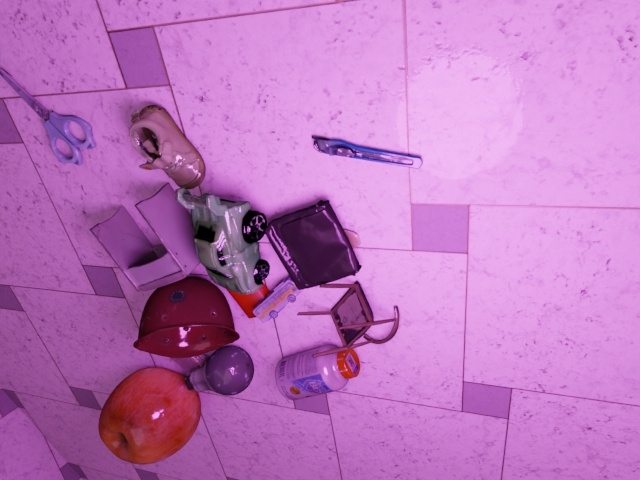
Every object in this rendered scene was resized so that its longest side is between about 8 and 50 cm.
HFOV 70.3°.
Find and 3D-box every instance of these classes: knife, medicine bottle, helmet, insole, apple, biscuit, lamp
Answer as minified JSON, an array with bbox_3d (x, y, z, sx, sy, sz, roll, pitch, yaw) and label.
[{"bbox_3d":[0.115,-0.226,1.167,0.296,0.026,0.044,12,113,14],"label":"knife"},{"bbox_3d":[-0.006,0.450,1.569,0.288,0.157,0.157,-24,111,32],"label":"medicine bottle"},{"bbox_3d":[-0.457,0.249,1.558,0.337,0.230,0.385,-3,156,-16],"label":"helmet"},{"bbox_3d":[0.000,0.000,1.365,0.247,0.011,0.081,-3,120,23],"label":"insole"},{"bbox_3d":[-0.718,0.735,1.910,0.390,0.346,0.392,11,121,19],"label":"apple"},{"bbox_3d":[-0.510,0.492,1.849,0.239,0.062,0.108,44,124,-12],"label":"biscuit"},{"bbox_3d":[-0.402,0.494,1.728,0.313,0.182,0.182,-7,119,20],"label":"lamp"}]

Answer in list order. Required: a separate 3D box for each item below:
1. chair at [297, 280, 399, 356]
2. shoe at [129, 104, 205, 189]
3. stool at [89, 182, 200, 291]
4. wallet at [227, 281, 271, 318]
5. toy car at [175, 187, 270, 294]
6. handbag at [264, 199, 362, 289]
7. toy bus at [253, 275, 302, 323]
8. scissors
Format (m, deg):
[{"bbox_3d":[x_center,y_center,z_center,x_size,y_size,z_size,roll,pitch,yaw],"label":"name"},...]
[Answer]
[{"bbox_3d":[0.094,0.240,1.405,0.272,0.167,0.188,5,137,-36],"label":"chair"},{"bbox_3d":[-0.453,-0.257,1.316,0.139,0.128,0.262,-9,116,41],"label":"shoe"},{"bbox_3d":[-0.539,-0.003,1.470,0.243,0.170,0.270,-18,113,29],"label":"stool"},{"bbox_3d":[-0.247,0.169,1.548,0.142,0.045,0.205,-23,112,28],"label":"wallet"},{"bbox_3d":[-0.287,0.002,1.343,0.213,0.176,0.359,15,121,31],"label":"toy car"},{"bbox_3d":[-0.019,0.015,1.331,0.222,0.080,0.247,-19,112,25],"label":"handbag"},{"bbox_3d":[-0.135,0.190,1.485,0.075,0.064,0.190,45,108,-5],"label":"toy bus"},{"bbox_3d":[-0.866,-0.400,1.426,0.191,0.029,0.360,-36,102,30],"label":"scissors"}]
